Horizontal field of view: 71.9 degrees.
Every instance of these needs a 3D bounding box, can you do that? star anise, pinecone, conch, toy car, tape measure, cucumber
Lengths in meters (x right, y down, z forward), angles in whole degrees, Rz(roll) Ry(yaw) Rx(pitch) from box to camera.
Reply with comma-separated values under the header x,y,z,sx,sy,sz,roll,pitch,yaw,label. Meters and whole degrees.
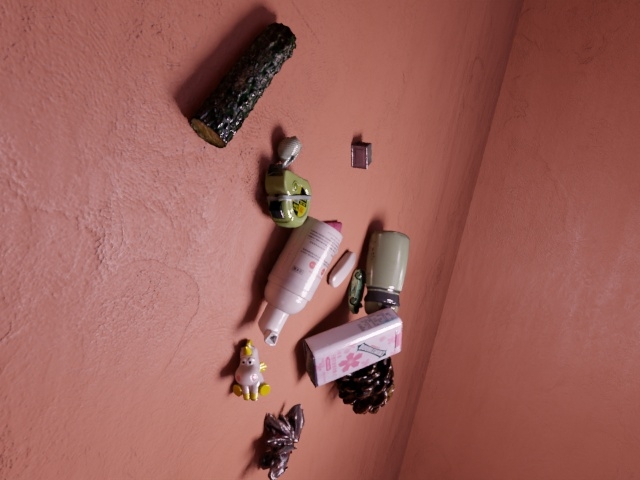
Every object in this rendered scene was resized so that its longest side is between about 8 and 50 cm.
x,y,z,sx,sy,sz,roll,pitch,yaw,label
-0.126,0.685,1.521,0.283,0.129,0.212,-52,151,-47,star anise
0.178,0.554,1.817,0.242,0.298,0.296,-11,112,-7,pinecone
-0.087,-0.239,1.174,0.085,0.056,0.076,-45,171,11,conch
0.142,0.203,1.773,0.093,0.058,0.186,46,53,-58,toy car
-0.086,-0.112,1.205,0.177,0.087,0.154,12,83,-61,tape measure
-0.148,-0.360,0.972,0.359,0.096,0.096,-59,147,-21,cucumber

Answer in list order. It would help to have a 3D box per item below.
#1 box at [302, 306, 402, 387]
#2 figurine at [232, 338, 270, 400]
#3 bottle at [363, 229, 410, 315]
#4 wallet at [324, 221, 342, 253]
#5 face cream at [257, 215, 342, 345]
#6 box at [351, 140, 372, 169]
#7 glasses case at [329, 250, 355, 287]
x,y,z,sx,sy,sz,roll,pitch,yaw,label
0.116,0.388,1.620,0.369,0.112,0.190,-16,125,-17,box
-0.204,0.371,1.273,0.130,0.109,0.178,-79,163,-50,figurine
0.257,0.141,1.767,0.168,0.168,0.347,27,69,-60,bottle
0.000,0.000,1.467,0.232,0.025,0.119,-9,113,-57,wallet
-0.081,0.117,1.276,0.370,0.145,0.145,-61,148,-9,face cream
0.145,-0.298,1.526,0.063,0.060,0.085,-45,139,-46,box
0.082,0.106,1.641,0.164,0.041,0.063,-51,145,-34,glasses case
